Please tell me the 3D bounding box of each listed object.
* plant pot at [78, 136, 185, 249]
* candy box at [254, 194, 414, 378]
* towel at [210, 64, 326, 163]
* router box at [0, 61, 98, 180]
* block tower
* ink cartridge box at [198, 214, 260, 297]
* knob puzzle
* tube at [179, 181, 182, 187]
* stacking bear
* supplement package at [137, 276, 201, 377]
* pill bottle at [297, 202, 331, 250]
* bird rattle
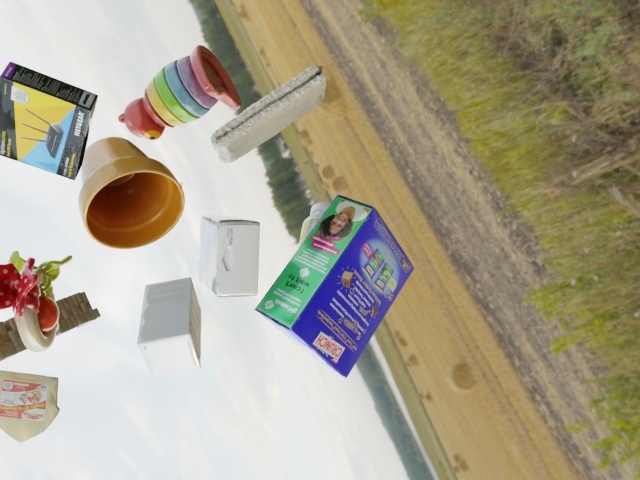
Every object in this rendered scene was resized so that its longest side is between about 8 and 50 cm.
[{"bbox_3d":[-0.418,-0.117,1.202,0.188,0.205,0.205,52,173,36],"label":"plant pot"},{"bbox_3d":[0.046,0.107,1.267,0.122,0.317,0.268,20,159,40],"label":"candy box"},{"bbox_3d":[-0.110,-0.269,1.223,0.049,0.282,0.187,55,175,2],"label":"towel"},{"bbox_3d":[-0.449,-0.188,0.923,0.179,0.133,0.046,-51,27,46],"label":"router box"},{"bbox_3d":[-0.743,0.226,1.489,0.097,0.091,0.335,66,-157,0],"label":"block tower"},{"bbox_3d":[-0.202,0.028,1.229,0.218,0.092,0.158,-165,77,-70],"label":"ink cartridge box"},{"bbox_3d":[-0.814,0.458,1.562,0.030,0.213,0.213,-119,4,-85],"label":"knob puzzle"},{"bbox_3d":[-0.478,-0.087,1.528,0.062,0.240,0.070,12,-123,-77],"label":"tube"},{"bbox_3d":[-0.381,-0.358,1.460,0.164,0.289,0.175,66,-164,12],"label":"stacking bear"},{"bbox_3d":[-0.311,0.178,1.186,0.179,0.105,0.105,-105,7,-53],"label":"supplement package"},{"bbox_3d":[0.000,0.000,1.413,0.103,0.103,0.184,65,-151,-51],"label":"pill bottle"},{"bbox_3d":[-0.559,0.119,1.119,0.253,0.143,0.206,-151,52,-66],"label":"bird rattle"}]
